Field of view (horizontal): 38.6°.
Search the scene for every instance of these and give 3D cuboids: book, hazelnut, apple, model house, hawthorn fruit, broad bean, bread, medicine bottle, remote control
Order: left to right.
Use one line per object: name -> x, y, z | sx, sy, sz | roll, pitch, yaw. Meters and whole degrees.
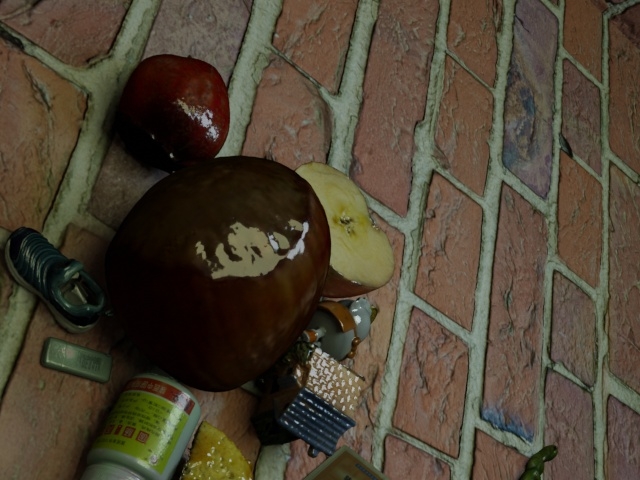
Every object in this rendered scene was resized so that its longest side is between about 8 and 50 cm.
remote control -> -0.404, 0.199, 1.523 | 0.124, 0.018, 0.053 | 23, 59, -35
medicine bottle -> -0.295, 0.339, 1.478 | 0.139, 0.139, 0.225 | 42, 49, -23
hawthorn fruit -> -0.270, -0.251, 1.728 | 0.215, 0.215, 0.249 | 28, 48, -32
bread -> -0.179, 0.438, 1.488 | 0.147, 0.160, 0.260 | 19, 30, -2
hazelnut -> -0.167, 0.055, 1.588 | 0.421, 0.353, 0.421 | 9, 90, -70
model house -> -0.042, 0.312, 1.698 | 0.166, 0.183, 0.172 | 35, 51, -27
apple -> 0.000, 0.000, 1.883 | 0.251, 0.163, 0.293 | -3, 65, -53
book -> 0.038, 0.503, 1.742 | 0.170, 0.018, 0.242 | 34, 39, 22
broad bean -> 0.508, 0.571, 2.197 | 0.048, 0.070, 0.213 | 45, 55, 3

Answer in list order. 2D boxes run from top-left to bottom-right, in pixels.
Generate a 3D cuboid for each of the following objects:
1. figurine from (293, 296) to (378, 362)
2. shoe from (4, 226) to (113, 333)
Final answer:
figurine -> 0.040, 0.183, 1.869 | 0.271, 0.143, 0.143 | 0, 73, -42
shoe -> -0.426, 0.057, 1.502 | 0.207, 0.106, 0.091 | 48, 45, -10
